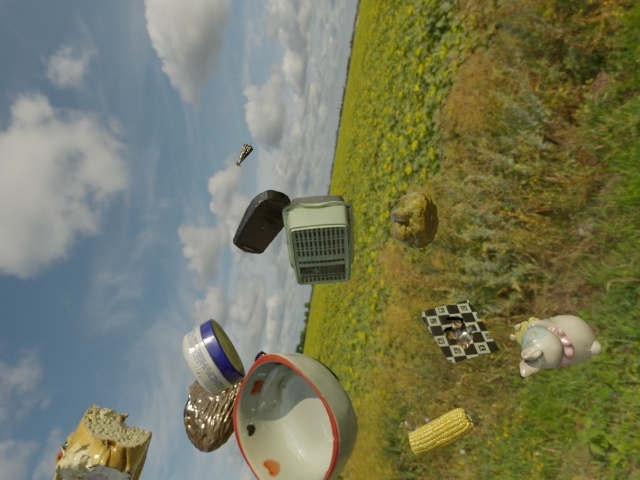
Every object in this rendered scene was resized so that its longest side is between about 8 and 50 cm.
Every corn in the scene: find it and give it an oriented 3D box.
[{"bbox_3d":[0.430,0.691,1.444,0.244,0.093,0.093,-37,15,16],"label":"corn"}]

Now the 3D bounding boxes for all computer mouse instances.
[{"bbox_3d":[-0.241,-0.081,1.647,0.295,0.168,0.087,-54,42,12],"label":"computer mouse"}]

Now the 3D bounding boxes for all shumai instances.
[{"bbox_3d":[-0.396,0.682,1.592,0.346,0.216,0.283,-90,-1,-48],"label":"shumai"}]

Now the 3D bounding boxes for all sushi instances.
[{"bbox_3d":[0.455,0.307,1.331,0.210,0.192,0.040,-112,14,-46],"label":"sushi"}]

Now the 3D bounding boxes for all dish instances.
[{"bbox_3d":[-0.036,0.328,0.736,0.117,0.256,0.257,4,-83,-50],"label":"dish"}]

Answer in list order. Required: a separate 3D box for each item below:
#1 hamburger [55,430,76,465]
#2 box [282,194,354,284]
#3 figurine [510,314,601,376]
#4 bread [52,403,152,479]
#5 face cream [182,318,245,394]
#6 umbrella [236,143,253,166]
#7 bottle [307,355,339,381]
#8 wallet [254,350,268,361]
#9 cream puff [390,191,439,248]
[{"bbox_3d":[-0.719,0.658,1.234,0.115,0.161,0.162,-59,-6,-14],"label":"hamburger"},{"bbox_3d":[0.000,0.000,1.281,0.166,0.220,0.291,-92,-2,-47],"label":"box"},{"bbox_3d":[0.564,0.261,1.024,0.155,0.235,0.127,-126,35,-54],"label":"figurine"},{"bbox_3d":[-0.533,0.550,0.971,0.211,0.183,0.224,154,132,-76],"label":"bread"},{"bbox_3d":[-0.320,0.348,1.199,0.206,0.111,0.206,56,169,16],"label":"face cream"},{"bbox_3d":[-0.210,-0.239,1.110,0.083,0.031,0.020,-64,13,-15],"label":"umbrella"},{"bbox_3d":[-0.074,0.453,1.085,0.271,0.143,0.156,-52,11,-23],"label":"bottle"},{"bbox_3d":[-0.149,0.434,1.299,0.030,0.166,0.111,-40,-14,-35],"label":"wallet"},{"bbox_3d":[0.390,-0.088,1.658,0.244,0.195,0.245,-10,-90,-80],"label":"cream puff"}]
